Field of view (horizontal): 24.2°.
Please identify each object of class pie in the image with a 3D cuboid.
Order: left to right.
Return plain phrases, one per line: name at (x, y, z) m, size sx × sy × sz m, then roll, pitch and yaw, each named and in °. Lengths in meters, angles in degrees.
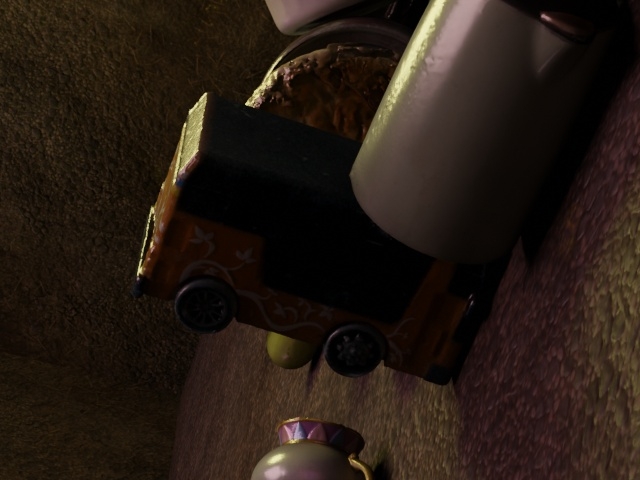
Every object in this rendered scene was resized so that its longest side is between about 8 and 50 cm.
pie at (0.033, -0.070, 1.553) m, size 0.055 × 0.274 × 0.274 m, roll -70°, pitch -2°, yaw -76°

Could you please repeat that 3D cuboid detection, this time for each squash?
squash at (-0.014, 0.096, 2.206) m, size 0.083 × 0.083 × 0.250 m, roll -85°, pitch 16°, yaw -50°

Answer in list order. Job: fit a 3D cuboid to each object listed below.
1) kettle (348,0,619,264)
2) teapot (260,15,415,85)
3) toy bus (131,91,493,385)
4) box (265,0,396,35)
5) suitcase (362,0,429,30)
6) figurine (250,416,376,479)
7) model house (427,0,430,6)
kettle at (0.135, -0.144, 1.303) m, size 0.240 × 0.165 × 0.255 m, roll -109°, pitch 32°, yaw -48°
teapot at (0.037, -0.110, 1.732) m, size 0.312 × 0.233 × 0.315 m, roll -66°, pitch 2°, yaw -77°
toy bus at (0.000, 0.000, 1.443) m, size 0.162 × 0.323 × 0.194 m, roll -90°, pitch 19°, yaw -61°
box at (-0.016, -0.345, 1.672) m, size 0.262 × 0.291 × 0.206 m, roll 168°, pitch 81°, yaw -84°
suitcase at (0.097, -0.403, 1.988) m, size 0.434 × 0.194 × 0.283 m, roll -92°, pitch 20°, yaw -60°
figurine at (-0.018, 0.329, 1.604) m, size 0.189 × 0.142 × 0.263 m, roll -27°, pitch 43°, yaw 46°
model house at (0.148, -0.291, 1.491) m, size 0.267 × 0.194 × 0.325 m, roll -154°, pitch 77°, yaw -81°
